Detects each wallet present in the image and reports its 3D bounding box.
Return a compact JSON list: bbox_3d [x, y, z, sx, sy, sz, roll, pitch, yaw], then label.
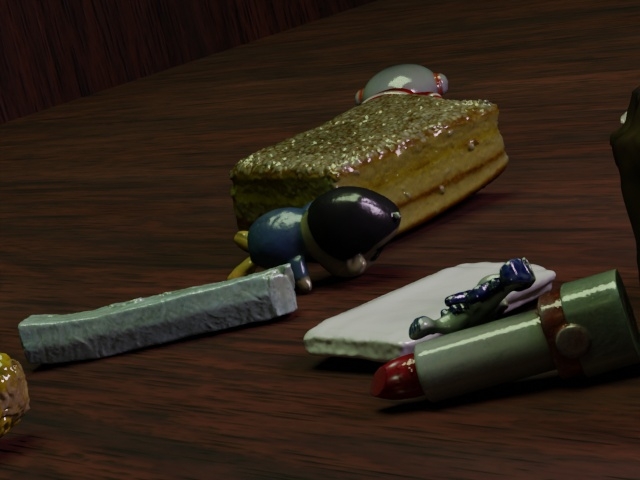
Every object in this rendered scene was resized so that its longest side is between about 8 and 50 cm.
[{"bbox_3d":[0.085,0.056,1.474,0.183,0.032,0.124,-22,14,-40],"label":"wallet"}]

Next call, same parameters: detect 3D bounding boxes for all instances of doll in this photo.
[{"bbox_3d":[0.000,0.000,1.717,0.179,0.089,0.102,-18,48,35],"label":"doll"},{"bbox_3d":[0.095,-0.174,2.437,0.142,0.076,0.245,-10,16,13],"label":"doll"}]

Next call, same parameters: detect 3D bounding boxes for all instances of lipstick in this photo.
[{"bbox_3d":[0.118,0.077,1.285,0.186,0.063,0.057,-18,9,14],"label":"lipstick"}]

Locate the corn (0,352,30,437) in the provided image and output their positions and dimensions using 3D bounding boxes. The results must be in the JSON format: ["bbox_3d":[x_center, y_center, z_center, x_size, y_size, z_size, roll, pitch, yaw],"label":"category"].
[{"bbox_3d":[-0.348,0.138,1.436,0.262,0.097,0.097,-14,12,-4],"label":"corn"}]

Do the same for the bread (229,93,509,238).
[{"bbox_3d":[0.047,-0.062,1.893,0.234,0.110,0.184,-25,19,-35],"label":"bread"}]

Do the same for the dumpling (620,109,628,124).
[{"bbox_3d":[0.356,-0.131,2.012,0.077,0.043,0.059,1,27,-7],"label":"dumpling"}]

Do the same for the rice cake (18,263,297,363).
[{"bbox_3d":[-0.138,0.065,1.648,0.245,0.045,0.042,-13,9,9],"label":"rice cake"}]

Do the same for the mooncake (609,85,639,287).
[{"bbox_3d":[0.353,-0.045,1.262,0.324,0.187,0.324,-13,9,2],"label":"mooncake"}]

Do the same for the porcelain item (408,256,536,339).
[{"bbox_3d":[0.093,0.055,1.320,0.075,0.021,0.136,-16,-21,-22],"label":"porcelain item"}]
